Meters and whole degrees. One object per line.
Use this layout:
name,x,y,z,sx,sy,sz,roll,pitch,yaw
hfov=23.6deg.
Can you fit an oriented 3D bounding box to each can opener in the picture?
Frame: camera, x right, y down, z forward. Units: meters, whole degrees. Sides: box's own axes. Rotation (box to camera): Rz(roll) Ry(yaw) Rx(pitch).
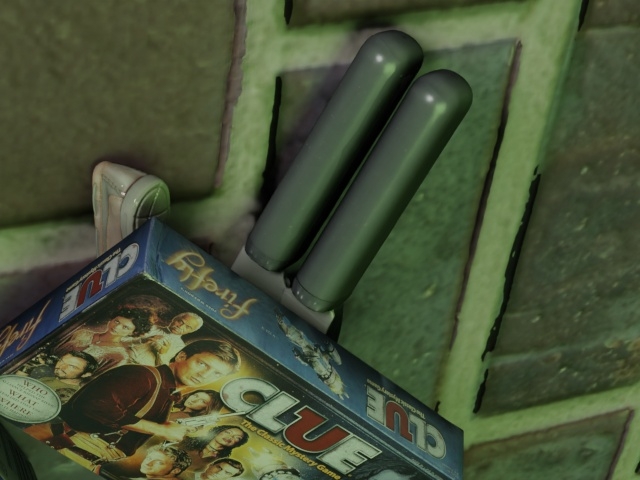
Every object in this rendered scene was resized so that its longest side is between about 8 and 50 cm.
can opener,0.000,0.000,0.906,0.093,0.074,0.280,-30,155,-54

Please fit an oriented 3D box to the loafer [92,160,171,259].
loafer,-0.110,0.005,0.870,0.045,0.039,0.125,-41,153,-38

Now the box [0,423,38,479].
box,-0.249,0.154,0.906,0.137,0.072,0.126,-26,137,-2

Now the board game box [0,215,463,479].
board game box,-0.058,0.101,0.888,0.243,0.042,0.165,36,129,-27
